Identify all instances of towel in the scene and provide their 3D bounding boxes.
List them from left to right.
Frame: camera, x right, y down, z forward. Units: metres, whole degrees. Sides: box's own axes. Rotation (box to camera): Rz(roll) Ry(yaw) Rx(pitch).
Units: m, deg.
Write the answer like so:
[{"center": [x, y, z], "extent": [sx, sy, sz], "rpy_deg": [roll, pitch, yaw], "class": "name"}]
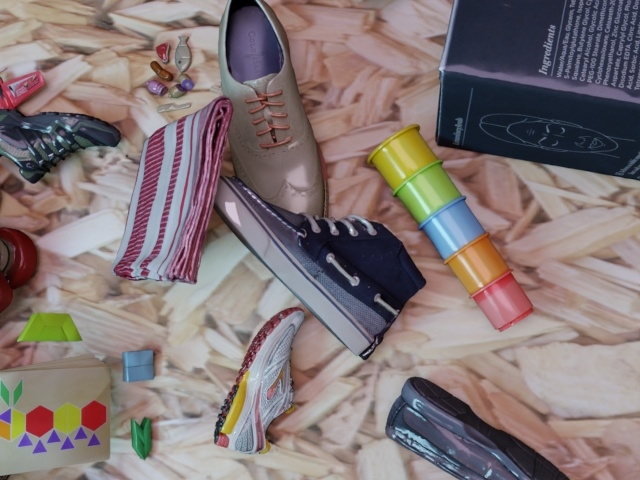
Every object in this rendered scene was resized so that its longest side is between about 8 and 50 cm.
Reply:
[{"center": [-0.218, -0.060, 1.069], "extent": [0.037, 0.329, 0.237], "rpy_deg": [16, 81, -28], "class": "towel"}]

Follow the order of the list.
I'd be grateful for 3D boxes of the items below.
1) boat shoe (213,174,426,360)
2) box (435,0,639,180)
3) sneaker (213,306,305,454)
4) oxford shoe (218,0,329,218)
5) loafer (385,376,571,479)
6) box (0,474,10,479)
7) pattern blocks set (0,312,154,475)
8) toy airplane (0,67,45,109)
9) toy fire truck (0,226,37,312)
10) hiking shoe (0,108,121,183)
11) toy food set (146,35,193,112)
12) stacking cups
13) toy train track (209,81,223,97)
[{"center": [0.000, 0.000, 1.068], "extent": [0.158, 0.127, 0.340], "rpy_deg": [-45, 113, -6], "class": "boat shoe"}, {"center": [0.365, -0.229, 1.013], "extent": [0.395, 0.293, 0.212], "rpy_deg": [11, 82, 9], "class": "box"}, {"center": [-0.073, 0.203, 1.118], "extent": [0.092, 0.088, 0.225], "rpy_deg": [25, 85, -10], "class": "sneaker"}, {"center": [-0.084, -0.175, 1.134], "extent": [0.140, 0.146, 0.397], "rpy_deg": [-17, 83, 2], "class": "oxford shoe"}, {"center": [0.226, 0.309, 1.054], "extent": [0.302, 0.109, 0.095], "rpy_deg": [35, 106, 17], "class": "loafer"}, {"center": [-0.553, 0.275, 1.117], "extent": [0.203, 0.167, 0.168], "rpy_deg": [36, 87, 11], "class": "box"}, {"center": [-0.378, 0.242, 1.059], "extent": [0.026, 0.324, 0.286], "rpy_deg": [-9, 72, 48], "class": "pattern blocks set"}, {"center": [-0.505, -0.213, 1.260], "extent": [0.151, 0.028, 0.151], "rpy_deg": [-1, 82, 9], "class": "toy airplane"}, {"center": [-0.607, 0.023, 1.170], "extent": [0.254, 0.169, 0.302], "rpy_deg": [-37, 78, 9], "class": "toy fire truck"}, {"center": [-0.429, -0.146, 1.211], "extent": [0.226, 0.086, 0.114], "rpy_deg": [3, 99, -6], "class": "hiking shoe"}, {"center": [-0.245, -0.271, 1.239], "extent": [0.077, 0.019, 0.122], "rpy_deg": [-9, 80, 6], "class": "toy food set"}, {"center": [0.195, -0.018, 1.102], "extent": [0.096, 0.096, 0.316], "rpy_deg": [-35, 78, 1], "class": "stacking cups"}, {"center": [-0.150, -0.255, 1.227], "extent": [0.048, 0.014, 0.083], "rpy_deg": [18, 83, 10], "class": "toy train track"}]
